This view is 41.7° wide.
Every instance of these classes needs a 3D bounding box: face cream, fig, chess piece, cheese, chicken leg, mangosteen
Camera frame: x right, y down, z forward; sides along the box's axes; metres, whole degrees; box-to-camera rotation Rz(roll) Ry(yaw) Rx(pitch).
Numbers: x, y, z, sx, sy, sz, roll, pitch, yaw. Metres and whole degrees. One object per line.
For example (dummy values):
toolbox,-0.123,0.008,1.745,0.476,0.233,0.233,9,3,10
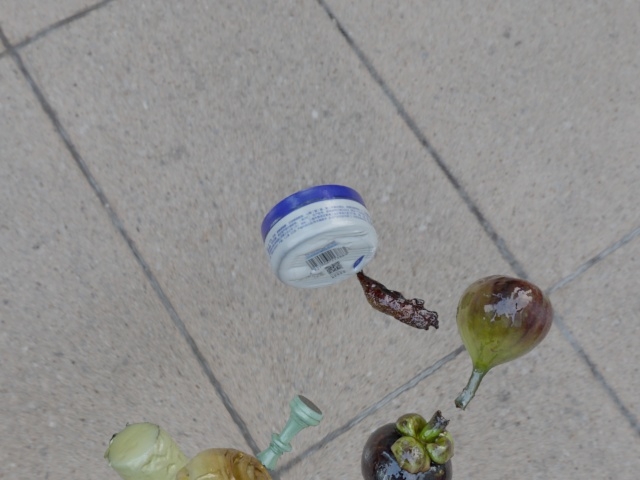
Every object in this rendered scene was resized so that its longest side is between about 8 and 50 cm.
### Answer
face cream,0.000,0.000,1.553,0.205,0.206,0.111,-18,60,-7
fig,0.266,0.148,1.364,0.230,0.160,0.143,-42,93,6
chess piece,-0.040,0.223,0.956,0.042,0.042,0.093,39,92,9
cheese,-0.268,0.387,1.391,0.123,0.167,0.094,-9,34,36
chicken leg,0.139,0.117,1.665,0.219,0.089,0.048,28,117,11
mangosteen,0.183,0.426,1.674,0.192,0.192,0.217,24,110,5

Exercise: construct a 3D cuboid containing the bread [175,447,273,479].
bread,-0.081,0.329,0.859,0.120,0.198,0.236,-31,71,5
